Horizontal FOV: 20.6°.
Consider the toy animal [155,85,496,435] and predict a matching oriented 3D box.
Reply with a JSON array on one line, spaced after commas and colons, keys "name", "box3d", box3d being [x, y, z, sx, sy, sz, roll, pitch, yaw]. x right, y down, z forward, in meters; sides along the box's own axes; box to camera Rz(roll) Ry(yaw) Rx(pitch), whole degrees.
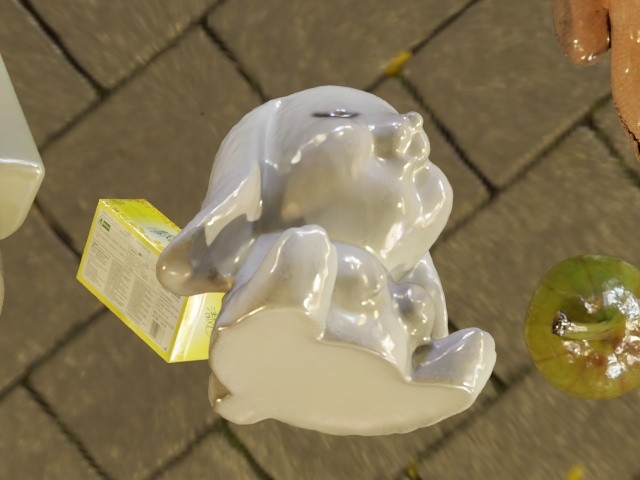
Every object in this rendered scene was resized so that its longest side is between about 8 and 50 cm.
[{"name": "toy animal", "box3d": [0.000, 0.000, 1.359, 0.271, 0.206, 0.265, 26, 48, -34]}]

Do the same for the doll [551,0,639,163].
[{"name": "doll", "box3d": [0.267, -0.198, 1.311, 0.201, 0.156, 0.303, -12, 92, 29]}]

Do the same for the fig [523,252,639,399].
[{"name": "fig", "box3d": [0.221, 0.067, 1.422, 0.124, 0.236, 0.124, -1, 85, 11]}]

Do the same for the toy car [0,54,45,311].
[{"name": "toy car", "box3d": [-0.322, 0.040, 1.295, 0.226, 0.242, 0.336, -11, 132, -17]}]

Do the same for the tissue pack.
[{"name": "tissue pack", "box3d": [-0.165, 0.038, 1.770, 0.062, 0.176, 0.095, -2, 118, -42]}]
